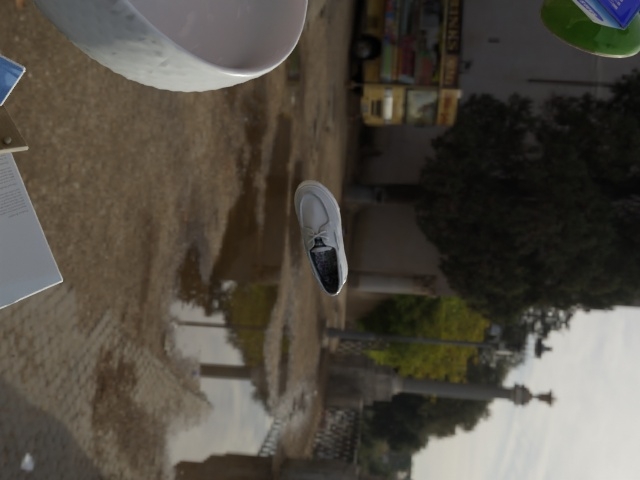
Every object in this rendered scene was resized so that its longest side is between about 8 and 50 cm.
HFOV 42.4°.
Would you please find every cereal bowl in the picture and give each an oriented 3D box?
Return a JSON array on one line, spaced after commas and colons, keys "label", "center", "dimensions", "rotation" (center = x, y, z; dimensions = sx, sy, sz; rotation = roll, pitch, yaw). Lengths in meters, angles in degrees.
[{"label": "cereal bowl", "center": [-0.164, -0.286, 0.735], "dimensions": [0.339, 0.141, 0.339], "rotation": [29, 53, -47]}]

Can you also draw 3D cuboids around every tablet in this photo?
[{"label": "tablet", "center": [-0.329, -0.164, 0.779], "dimensions": [0.054, 0.083, 0.006], "rotation": [-44, -142, 26]}]

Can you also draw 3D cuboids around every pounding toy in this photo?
[{"label": "pounding toy", "center": [0.492, -0.401, 1.377], "dimensions": [0.183, 0.236, 0.110], "rotation": [59, -32, 38]}]

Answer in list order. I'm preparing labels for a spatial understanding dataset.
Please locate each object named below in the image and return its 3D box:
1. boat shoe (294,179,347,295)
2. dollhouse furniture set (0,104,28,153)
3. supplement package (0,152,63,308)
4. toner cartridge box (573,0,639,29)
[{"label": "boat shoe", "center": [0.000, 0.000, 1.257], "dimensions": [0.063, 0.066, 0.184], "rotation": [-83, 166, -63]}, {"label": "dollhouse furniture set", "center": [-0.499, -0.214, 1.171], "dimensions": [0.123, 0.144, 0.151], "rotation": [54, -43, 24]}, {"label": "supplement package", "center": [-0.603, -0.007, 1.365], "dimensions": [0.199, 0.198, 0.263], "rotation": [-28, 102, -45]}, {"label": "toner cartridge box", "center": [0.328, -0.449, 1.077], "dimensions": [0.165, 0.348, 0.075], "rotation": [-53, -151, 7]}]
